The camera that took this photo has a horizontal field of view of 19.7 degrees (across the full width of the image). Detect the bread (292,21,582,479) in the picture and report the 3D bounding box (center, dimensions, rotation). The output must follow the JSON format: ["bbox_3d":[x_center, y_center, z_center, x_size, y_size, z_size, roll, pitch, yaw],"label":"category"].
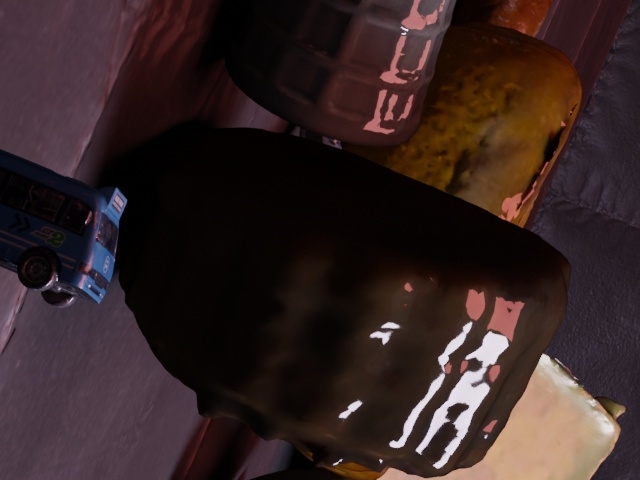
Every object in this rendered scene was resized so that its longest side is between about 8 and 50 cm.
[{"bbox_3d":[0.059,0.012,1.400,0.337,0.148,0.328,-60,174,-11],"label":"bread"}]

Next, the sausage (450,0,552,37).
[{"bbox_3d":[0.172,-0.222,1.617,0.302,0.076,0.103,-60,165,-30],"label":"sausage"}]

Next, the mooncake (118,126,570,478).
[{"bbox_3d":[0.007,0.030,0.948,0.228,0.228,0.124,-35,145,-71],"label":"mooncake"}]

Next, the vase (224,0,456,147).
[{"bbox_3d":[0.054,-0.199,0.929,0.299,0.143,0.143,-67,170,22],"label":"vase"}]

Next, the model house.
[{"bbox_3d":[0.094,0.217,1.875,0.321,0.261,0.266,-53,-156,-12],"label":"model house"}]

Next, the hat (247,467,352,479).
[{"bbox_3d":[-0.013,0.212,1.422,0.245,0.214,0.149,84,11,-55],"label":"hat"}]

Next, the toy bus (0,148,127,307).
[{"bbox_3d":[-0.112,-0.009,0.659,0.038,0.083,0.046,66,47,-76],"label":"toy bus"}]

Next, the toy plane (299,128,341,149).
[{"bbox_3d":[0.002,0.000,1.164,0.226,0.058,0.226,32,54,-41],"label":"toy plane"}]
